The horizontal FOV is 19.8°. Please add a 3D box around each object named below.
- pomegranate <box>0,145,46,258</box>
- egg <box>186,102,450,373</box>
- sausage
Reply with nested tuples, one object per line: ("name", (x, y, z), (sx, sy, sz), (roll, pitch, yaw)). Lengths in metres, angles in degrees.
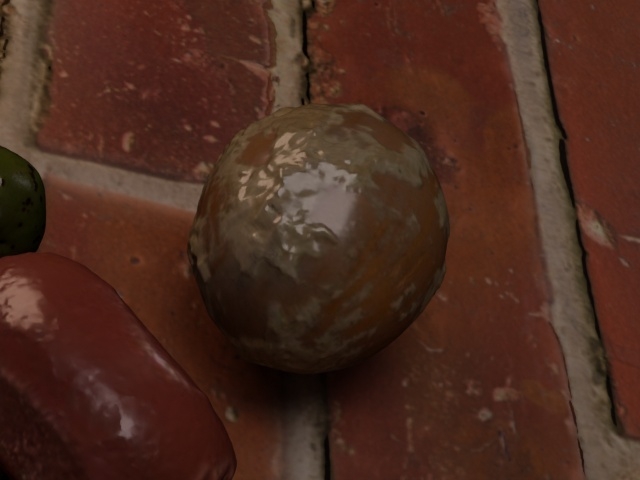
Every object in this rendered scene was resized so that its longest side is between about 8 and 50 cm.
("pomegranate", (-0.268, -0.029, 1.390), (0.115, 0.114, 0.142), (5, 22, -22))
("egg", (0.000, 0.000, 1.415), (0.203, 0.203, 0.245), (25, 41, -1))
("sausage", (-0.164, 0.117, 1.262), (0.254, 0.148, 0.148), (39, 43, 22))
